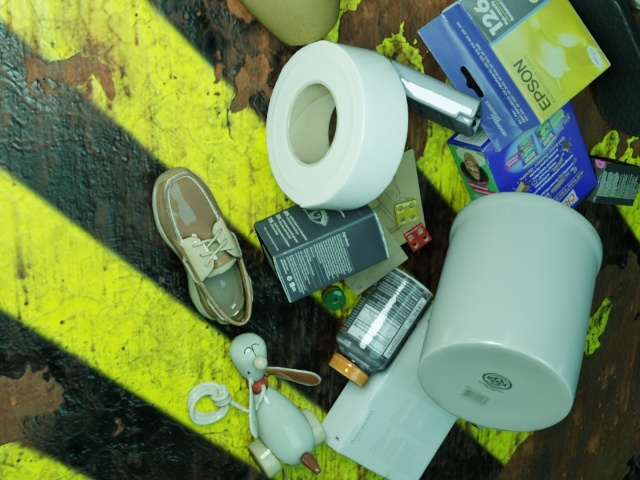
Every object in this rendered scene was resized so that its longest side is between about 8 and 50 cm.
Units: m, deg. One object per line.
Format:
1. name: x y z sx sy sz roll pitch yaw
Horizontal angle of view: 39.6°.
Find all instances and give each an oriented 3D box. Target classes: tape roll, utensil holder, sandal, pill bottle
1. tape roll: 0.022 -0.196 1.544 0.100 0.286 0.286 2 106 -38
2. utensil holder: 0.390 0.146 1.823 0.328 0.327 0.385 58 39 -36
3. sandal: 0.709 -0.423 2.058 0.107 0.167 0.446 -58 132 -28
4. pill bottle: 0.118 0.182 1.859 0.130 0.130 0.246 40 82 -39

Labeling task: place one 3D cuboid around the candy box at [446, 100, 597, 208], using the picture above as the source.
1. candy box: 0.455 -0.171 1.981 0.268 0.122 0.317 -42 125 -17

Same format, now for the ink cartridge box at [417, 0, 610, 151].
1. ink cartridge box: 0.401 -0.393 1.816 0.307 0.072 0.304 -41 101 -20

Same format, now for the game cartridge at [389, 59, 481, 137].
1. game cartridge: 0.202 -0.261 1.646 0.294 0.196 0.060 -7 119 -80

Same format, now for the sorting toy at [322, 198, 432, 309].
1. sorting toy: 0.093 0.016 1.807 0.274 0.046 0.132 -36 118 4

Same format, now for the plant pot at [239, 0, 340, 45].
1. plant pot: -0.058 -0.452 1.447 0.237 0.237 0.254 -45 142 -14

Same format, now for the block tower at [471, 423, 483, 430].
1. block tower: 0.443 0.293 2.168 0.335 0.097 0.091 -50 129 -13

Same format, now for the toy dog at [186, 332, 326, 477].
1. toy dog: -0.081 0.349 1.753 0.220 0.161 0.334 -51 129 -10

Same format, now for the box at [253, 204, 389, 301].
1. box: 0.000 0.000 1.655 0.207 0.153 0.108 -23 121 -7

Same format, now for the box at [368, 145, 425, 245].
1. box: 0.141 -0.076 1.849 0.164 0.021 0.201 -27 121 -26

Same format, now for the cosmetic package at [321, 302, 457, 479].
1. cosmetic package: 0.198 0.344 2.001 0.284 0.097 0.377 39 82 -41

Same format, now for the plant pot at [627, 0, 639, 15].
1. plant pot: 0.773 -0.646 1.983 0.256 0.256 0.274 30 104 -40

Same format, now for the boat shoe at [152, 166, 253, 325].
1. boat shoe: -0.193 0.016 1.572 0.123 0.116 0.324 -35 125 -21

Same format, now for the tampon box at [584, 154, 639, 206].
1. tampon box: 0.678 -0.149 2.154 0.161 0.120 0.101 3 106 -38
